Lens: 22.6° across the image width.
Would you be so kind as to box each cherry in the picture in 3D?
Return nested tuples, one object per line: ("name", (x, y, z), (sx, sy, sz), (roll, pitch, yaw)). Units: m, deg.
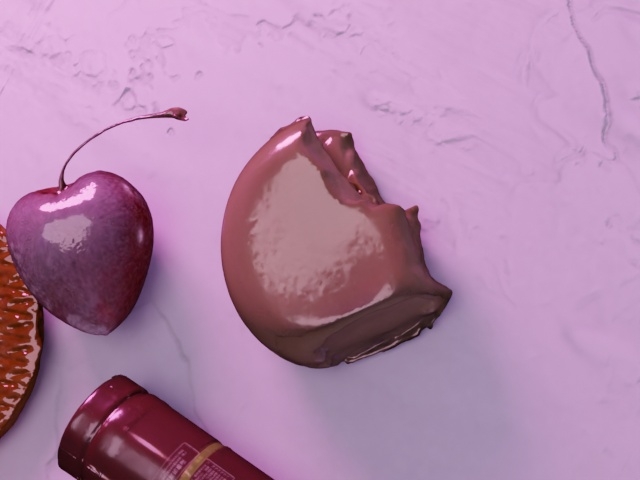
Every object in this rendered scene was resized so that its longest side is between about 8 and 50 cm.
("cherry", (-0.175, -0.003, 1.369), (0.188, 0.115, 0.148), (-17, 60, 9))

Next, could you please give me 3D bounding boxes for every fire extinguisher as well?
("fire extinguisher", (-0.064, 0.252, 1.313), (0.341, 0.105, 0.141), (33, 109, 18))

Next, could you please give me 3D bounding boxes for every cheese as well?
("cheese", (0.000, 0.000, 1.325), (0.175, 0.091, 0.203), (-22, 78, 12))

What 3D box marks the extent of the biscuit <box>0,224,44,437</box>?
("biscuit", (-0.365, 0.085, 1.454), (0.261, 0.037, 0.262), (-2, 83, 16))
